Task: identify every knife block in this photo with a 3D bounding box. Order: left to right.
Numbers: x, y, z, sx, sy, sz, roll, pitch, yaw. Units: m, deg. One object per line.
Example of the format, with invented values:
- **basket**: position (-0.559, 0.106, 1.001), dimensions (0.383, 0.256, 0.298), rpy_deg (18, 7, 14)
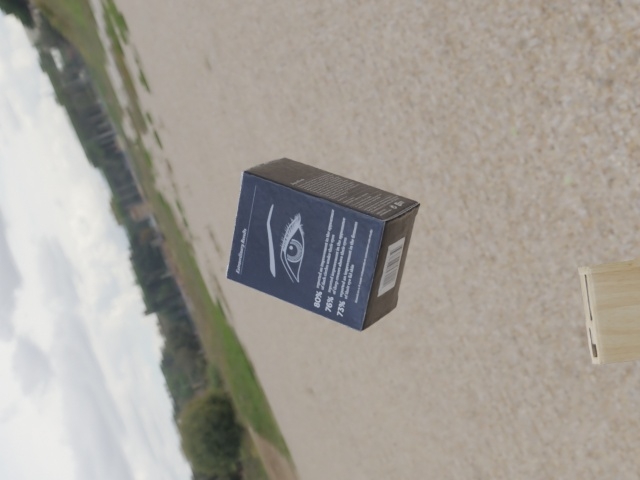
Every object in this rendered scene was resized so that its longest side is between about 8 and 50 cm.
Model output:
- **knife block**: position (0.396, 0.045, 0.917), dimensions (0.242, 0.275, 0.088), rpy_deg (-12, 84, 43)

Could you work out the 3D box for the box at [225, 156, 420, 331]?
- **box**: position (0.000, 0.000, 1.309), dimensions (0.207, 0.108, 0.153), rpy_deg (22, 113, 23)
